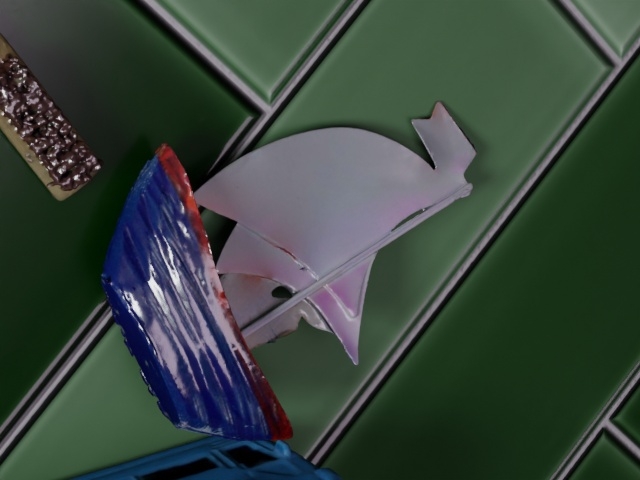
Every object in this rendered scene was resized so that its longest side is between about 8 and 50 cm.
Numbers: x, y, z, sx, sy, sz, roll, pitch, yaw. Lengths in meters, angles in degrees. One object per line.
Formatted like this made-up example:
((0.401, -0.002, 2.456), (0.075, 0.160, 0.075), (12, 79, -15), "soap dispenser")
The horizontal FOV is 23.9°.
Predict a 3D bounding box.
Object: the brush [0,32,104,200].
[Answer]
((-0.218, -0.124, 0.952), (0.043, 0.036, 0.248), (-43, 121, -15), "brush")

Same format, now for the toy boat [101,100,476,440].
((-0.024, -0.010, 1.073), (0.219, 0.072, 0.318), (43, 74, -24), "toy boat")

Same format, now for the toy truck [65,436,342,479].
((-0.163, 0.248, 1.026), (0.385, 0.162, 0.161), (-14, 112, -26), "toy truck")
